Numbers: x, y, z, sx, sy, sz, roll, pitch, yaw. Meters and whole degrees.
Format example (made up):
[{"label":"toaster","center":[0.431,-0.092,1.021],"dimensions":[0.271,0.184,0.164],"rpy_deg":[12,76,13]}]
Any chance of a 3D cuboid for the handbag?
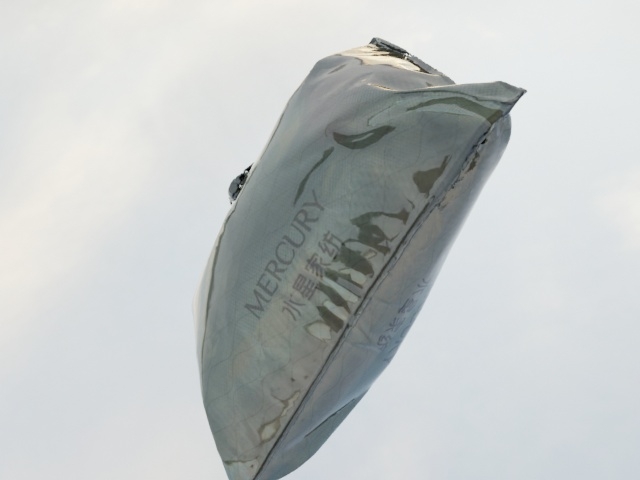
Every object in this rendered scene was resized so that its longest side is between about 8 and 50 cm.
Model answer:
[{"label":"handbag","center":[0.000,0.000,0.469],"dimensions":[0.270,0.117,0.182],"rpy_deg":[-59,-155,17]}]
